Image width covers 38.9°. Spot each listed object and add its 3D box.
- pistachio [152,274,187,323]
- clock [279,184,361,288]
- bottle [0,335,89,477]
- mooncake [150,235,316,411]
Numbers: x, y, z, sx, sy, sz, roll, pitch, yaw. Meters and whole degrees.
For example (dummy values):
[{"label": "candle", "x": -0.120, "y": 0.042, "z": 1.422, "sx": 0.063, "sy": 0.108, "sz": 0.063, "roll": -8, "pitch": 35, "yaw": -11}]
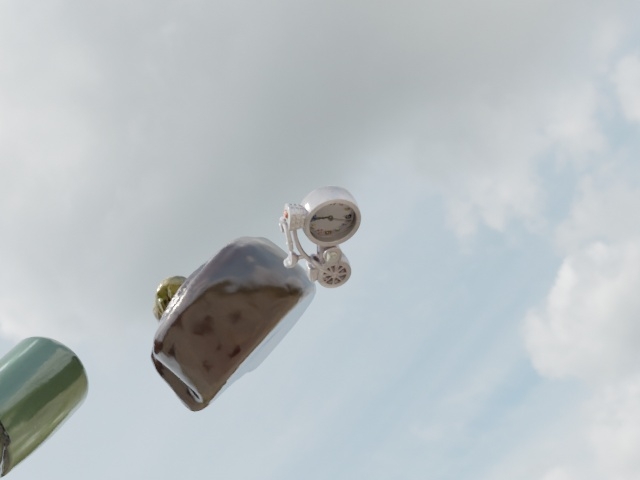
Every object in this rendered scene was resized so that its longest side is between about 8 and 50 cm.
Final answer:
[{"label": "pistachio", "x": -0.260, "y": 0.147, "z": 1.778, "sx": 0.100, "sy": 0.110, "sz": 0.189, "roll": -50, "pitch": -32, "yaw": -19}, {"label": "clock", "x": 0.000, "y": 0.000, "z": 0.995, "sx": 0.087, "sy": 0.041, "sz": 0.129, "roll": -11, "pitch": -50, "yaw": -11}, {"label": "bottle", "x": -0.543, "y": 0.310, "z": 1.520, "sx": 0.168, "sy": 0.168, "sz": 0.347, "roll": -62, "pitch": -5, "yaw": 31}, {"label": "mooncake", "x": -0.157, "y": 0.137, "z": 1.586, "sx": 0.326, "sy": 0.174, "sz": 0.334, "roll": -46, "pitch": -6, "yaw": -37}]
